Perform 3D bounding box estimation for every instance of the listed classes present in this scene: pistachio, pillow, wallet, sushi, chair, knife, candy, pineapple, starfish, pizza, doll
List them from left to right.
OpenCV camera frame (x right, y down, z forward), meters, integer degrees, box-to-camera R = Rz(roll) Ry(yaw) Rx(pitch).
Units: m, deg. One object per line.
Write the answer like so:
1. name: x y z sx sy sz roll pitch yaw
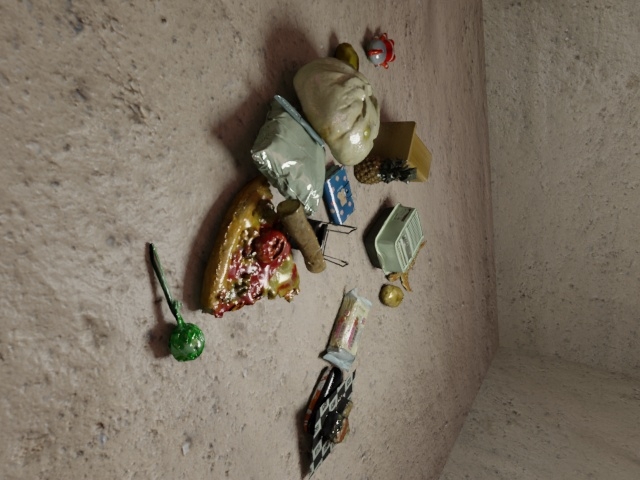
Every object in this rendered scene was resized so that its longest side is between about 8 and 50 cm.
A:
1. candy: -0.375 0.159 1.147 0.097 0.097 0.324 -32 112 -47
2. pizza: -0.159 0.062 1.381 0.406 0.130 0.440 39 63 -47
3. pillow: -0.089 -0.265 1.375 0.283 0.138 0.310 45 40 -38
4. knife: -0.058 -0.354 1.340 0.210 0.015 0.028 44 45 -23
5. chair: 0.000 0.000 1.616 0.145 0.221 0.140 136 -33 -78
6. wallet: 0.067 -0.176 1.713 0.141 0.059 0.202 -48 131 -42
7. sushi: 0.078 0.729 1.777 0.320 0.068 0.339 -23 125 -56
8. pistachio: 0.091 -0.618 1.645 0.110 0.100 0.189 36 60 -76
9. doll: 0.249 -0.777 1.864 0.245 0.076 0.142 -37 123 -50
10. pineapple: 0.262 -0.278 1.809 0.128 0.248 0.128 -16 110 -50
11. starfish: 0.443 0.091 2.254 0.301 0.084 0.294 28 74 -48

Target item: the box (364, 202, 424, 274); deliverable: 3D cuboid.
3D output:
1. box: 0.330 -0.007 2.009 0.290 0.166 0.221 -53 134 -36

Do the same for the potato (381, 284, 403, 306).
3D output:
1. potato: 0.343 0.265 2.146 0.170 0.080 0.107 29 59 -51

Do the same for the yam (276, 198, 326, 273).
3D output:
1. yam: -0.052 -0.003 1.406 0.081 0.081 0.357 -63 153 -26

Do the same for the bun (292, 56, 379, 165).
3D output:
1. bun: 0.079 -0.428 1.478 0.365 0.219 0.365 55 19 -30

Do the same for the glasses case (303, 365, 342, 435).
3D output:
1. glasses case: 0.013 0.616 1.749 0.267 0.067 0.103 -63 145 -27

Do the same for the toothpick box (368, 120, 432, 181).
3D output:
1. toothpick box: 0.370 -0.376 2.007 0.308 0.187 0.190 25 74 -56

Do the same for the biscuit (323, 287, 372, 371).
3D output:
1. biscuit: 0.118 0.365 1.850 0.186 0.079 0.309 45 58 -45
